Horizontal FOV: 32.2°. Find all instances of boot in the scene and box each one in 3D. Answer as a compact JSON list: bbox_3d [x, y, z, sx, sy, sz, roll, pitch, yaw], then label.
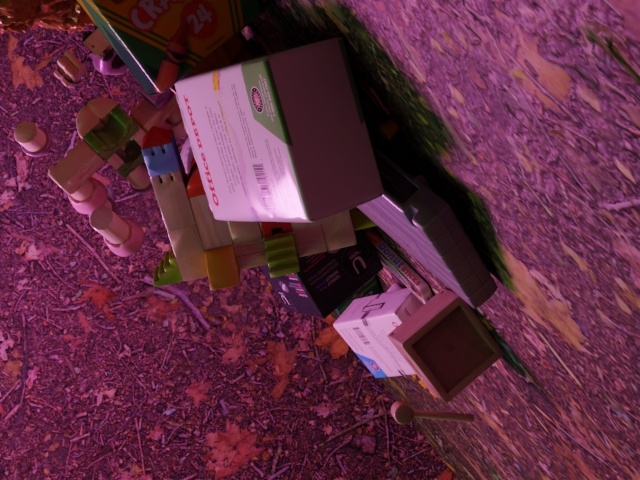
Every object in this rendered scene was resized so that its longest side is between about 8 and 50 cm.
[{"bbox_3d":[-0.202,-0.283,1.641,0.264,0.096,0.280,52,-155,-13],"label":"boot"}]

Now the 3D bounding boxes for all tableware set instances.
[{"bbox_3d":[0.058,-0.159,1.430,0.104,0.024,0.154,53,173,-22],"label":"tableware set"}]

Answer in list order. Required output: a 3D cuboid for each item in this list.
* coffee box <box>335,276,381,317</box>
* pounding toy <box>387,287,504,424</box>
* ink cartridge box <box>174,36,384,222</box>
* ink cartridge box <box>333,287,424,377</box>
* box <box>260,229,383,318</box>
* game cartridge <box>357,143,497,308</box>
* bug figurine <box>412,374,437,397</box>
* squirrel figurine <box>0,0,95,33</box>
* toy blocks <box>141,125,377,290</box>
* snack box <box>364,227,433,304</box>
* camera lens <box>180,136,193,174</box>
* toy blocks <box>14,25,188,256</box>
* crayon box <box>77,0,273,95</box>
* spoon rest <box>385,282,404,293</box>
[{"bbox_3d":[0.073,0.112,2.436,0.040,0.113,0.184,55,174,23],"label":"coffee box"},{"bbox_3d":[0.188,0.214,1.808,0.181,0.206,0.094,52,174,-13],"label":"pounding toy"},{"bbox_3d":[-0.060,-0.134,1.417,0.278,0.117,0.201,3,111,60],"label":"ink cartridge box"},{"bbox_3d":[0.144,0.178,2.118,0.148,0.086,0.203,53,147,-15],"label":"ink cartridge box"},{"bbox_3d":[-0.035,-0.017,2.015,0.143,0.165,0.270,7,131,58],"label":"box"},{"bbox_3d":[0.085,-0.069,1.506,0.355,0.068,0.230,43,179,39],"label":"game cartridge"},{"bbox_3d":[0.187,0.241,2.521,0.279,0.072,0.216,43,179,5],"label":"bug figurine"},{"bbox_3d":[-0.450,-0.493,1.619,0.370,0.281,0.397,-63,-35,-63],"label":"squirrel figurine"},{"bbox_3d":[-0.110,-0.096,1.753,0.191,0.381,0.261,-96,-6,-62],"label":"toy blocks"},{"bbox_3d":[0.141,0.048,2.015,0.178,0.022,0.064,46,172,37],"label":"snack box"},{"bbox_3d":[-0.187,-0.147,2.311,0.219,0.219,0.274,52,174,-5],"label":"camera lens"},{"bbox_3d":[-0.337,-0.158,1.956,0.309,0.288,0.260,43,175,19],"label":"toy blocks"},{"bbox_3d":[-0.236,-0.374,1.436,0.318,0.202,0.081,52,166,-17],"label":"crayon box"},{"bbox_3d":[0.190,0.205,2.292,0.137,0.084,0.276,44,169,50],"label":"spoon rest"}]
